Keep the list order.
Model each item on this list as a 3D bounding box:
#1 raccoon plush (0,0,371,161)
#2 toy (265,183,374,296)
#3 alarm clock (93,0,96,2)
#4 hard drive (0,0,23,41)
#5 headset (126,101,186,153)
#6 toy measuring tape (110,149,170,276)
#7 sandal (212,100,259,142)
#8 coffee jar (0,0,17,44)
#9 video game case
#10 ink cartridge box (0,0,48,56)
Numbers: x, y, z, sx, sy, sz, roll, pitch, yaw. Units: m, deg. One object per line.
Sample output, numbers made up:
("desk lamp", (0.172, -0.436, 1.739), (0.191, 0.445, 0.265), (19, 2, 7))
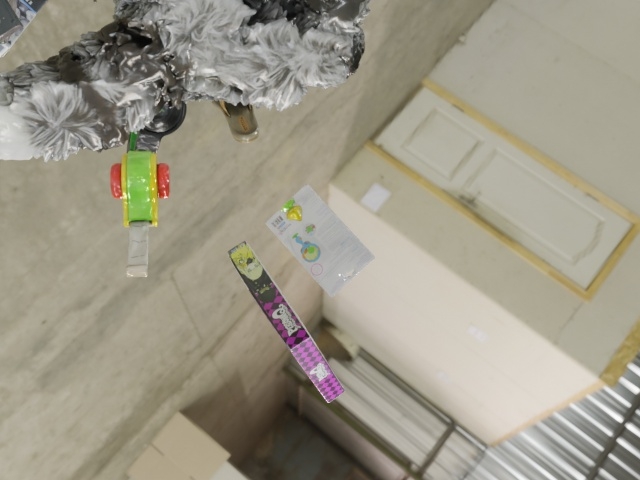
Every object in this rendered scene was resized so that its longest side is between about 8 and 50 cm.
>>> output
("raccoon plush", (-0.147, -0.275, 0.750), (0.447, 0.299, 0.216), (-14, 128, -6))
("toy", (0.000, 0.000, 1.706), (0.137, 0.237, 0.056), (-43, 171, 3))
("alarm clock", (-0.491, -0.624, 1.583), (0.129, 0.064, 0.192), (11, 99, -58))
("hard drive", (-0.538, -0.368, 1.134), (0.094, 0.135, 0.022), (-30, -174, 5))
("headset", (-0.347, -0.340, 1.679), (0.243, 0.185, 0.394), (-101, -150, -44))
("toy measuring tape", (-0.334, -0.076, 1.347), (0.330, 0.121, 0.121), (-102, -147, -50))
("sandal", (-0.171, -0.270, 1.446), (0.072, 0.180, 0.049), (-23, 151, -9))
("coffee jar", (-0.629, -0.401, 1.261), (0.079, 0.184, 0.096), (113, -20, -52))
("video game case", (-0.052, 0.134, 1.176), (0.042, 0.210, 0.232), (-33, 146, -5))
("ink cartridge box", (-0.644, -0.480, 1.390), (0.045, 0.208, 0.206), (-29, -146, 32))
